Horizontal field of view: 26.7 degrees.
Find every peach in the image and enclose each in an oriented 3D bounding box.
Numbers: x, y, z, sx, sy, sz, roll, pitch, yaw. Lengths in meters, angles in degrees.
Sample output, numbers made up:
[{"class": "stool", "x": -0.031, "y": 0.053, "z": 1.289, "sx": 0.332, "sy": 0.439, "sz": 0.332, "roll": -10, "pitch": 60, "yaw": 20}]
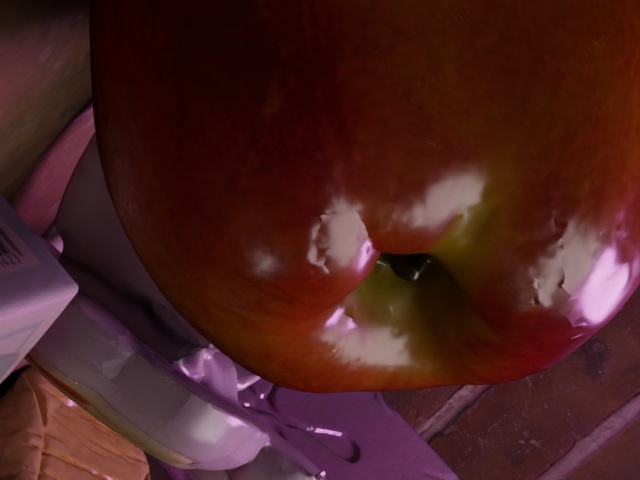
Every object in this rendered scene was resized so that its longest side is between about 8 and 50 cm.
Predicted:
[{"class": "peach", "x": 0.018, "y": -0.063, "z": 0.485, "sx": 0.199, "sy": 0.243, "sz": 0.243, "roll": -29, "pitch": 180, "yaw": 30}]

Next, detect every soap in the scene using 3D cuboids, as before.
[{"class": "soap", "x": -0.047, "y": 0.217, "z": 1.315, "sx": 0.285, "sy": 0.296, "sz": 0.107, "roll": -36, "pitch": 170, "yaw": -50}]

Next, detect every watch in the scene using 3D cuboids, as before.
[{"class": "watch", "x": -0.038, "y": 0.010, "z": 0.710, "sx": 0.217, "sy": 0.211, "sz": 0.248, "roll": -51, "pitch": 164, "yaw": -6}]

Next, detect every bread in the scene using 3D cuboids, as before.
[{"class": "bread", "x": -0.183, "y": 0.196, "z": 0.883, "sx": 0.106, "sy": 0.140, "sz": 0.236, "roll": -43, "pitch": -152, "yaw": 18}]

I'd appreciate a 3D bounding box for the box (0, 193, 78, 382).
[{"class": "box", "x": -0.207, "y": 0.053, "z": 0.452, "sx": 0.135, "sy": 0.079, "sz": 0.269, "roll": -45, "pitch": 172, "yaw": 19}]
